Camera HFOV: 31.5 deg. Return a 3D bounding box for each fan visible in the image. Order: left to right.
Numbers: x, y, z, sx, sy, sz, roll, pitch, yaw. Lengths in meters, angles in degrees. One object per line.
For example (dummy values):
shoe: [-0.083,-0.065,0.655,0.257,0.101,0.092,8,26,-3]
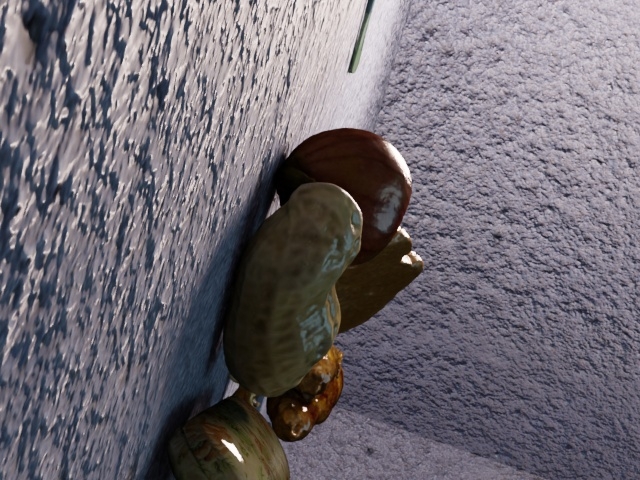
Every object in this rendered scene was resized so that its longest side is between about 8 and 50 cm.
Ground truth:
fan: [0.078,-0.378,2.034,0.193,0.016,0.038,105,7,-46]

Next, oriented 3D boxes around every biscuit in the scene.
biscuit: [0.010,0.085,1.763,0.269,0.051,0.376,-3,149,-45]

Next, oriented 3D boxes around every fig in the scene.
fig: [0.024,-0.064,1.557,0.205,0.205,0.205,19,90,-87]

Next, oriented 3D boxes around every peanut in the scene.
peanut: [-0.038,0.067,1.457,0.140,0.153,0.325,-75,-172,-59]

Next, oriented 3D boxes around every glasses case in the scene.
glasses case: [-0.109,0.285,1.460,0.098,0.156,0.425,-36,176,0]

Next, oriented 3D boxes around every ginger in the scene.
ginger: [-0.030,0.288,2.548,0.418,0.176,0.254,-42,145,-84]

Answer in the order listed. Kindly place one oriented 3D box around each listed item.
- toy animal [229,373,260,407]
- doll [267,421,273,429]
toy animal: [-0.131,0.233,1.798,0.060,0.081,0.083,-28,101,-74]
doll: [-0.131,0.433,2.429,0.076,0.078,0.113,-45,-165,20]
